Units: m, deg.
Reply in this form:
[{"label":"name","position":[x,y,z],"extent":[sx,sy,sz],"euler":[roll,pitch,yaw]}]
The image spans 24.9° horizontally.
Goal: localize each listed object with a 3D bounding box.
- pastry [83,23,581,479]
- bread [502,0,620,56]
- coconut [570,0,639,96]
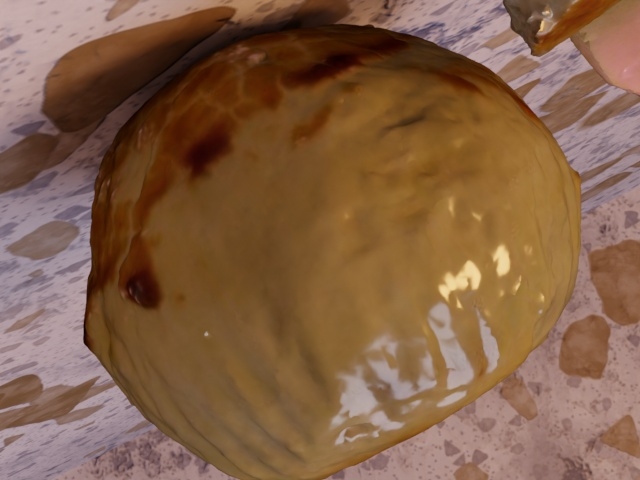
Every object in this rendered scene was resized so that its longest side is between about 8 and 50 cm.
[{"label":"pastry","position":[0.000,0.000,1.102],"extent":[0.388,0.312,0.388],"euler":[-27,-179,0]},{"label":"bread","position":[0.133,-0.224,0.755],"extent":[0.192,0.171,0.314],"euler":[-32,169,14]},{"label":"coconut","position":[0.278,-0.231,0.964],"extent":[0.245,0.233,0.233],"euler":[-35,166,38]}]
